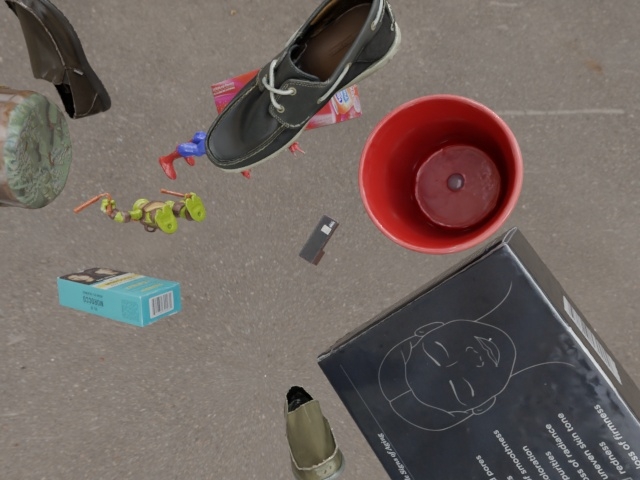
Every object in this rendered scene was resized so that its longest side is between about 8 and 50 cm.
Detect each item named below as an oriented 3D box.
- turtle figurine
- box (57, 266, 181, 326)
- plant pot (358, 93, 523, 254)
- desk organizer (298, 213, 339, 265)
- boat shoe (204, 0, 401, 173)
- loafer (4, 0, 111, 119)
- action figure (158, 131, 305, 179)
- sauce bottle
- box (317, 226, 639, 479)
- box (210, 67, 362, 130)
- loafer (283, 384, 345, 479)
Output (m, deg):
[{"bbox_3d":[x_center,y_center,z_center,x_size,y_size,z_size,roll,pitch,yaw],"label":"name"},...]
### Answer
[{"bbox_3d":[-0.364,-0.059,1.015,0.269,0.217,0.087,-10,105,-43],"label":"turtle figurine"},{"bbox_3d":[-0.401,0.106,0.933,0.244,0.100,0.060,7,104,28],"label":"box"},{"bbox_3d":[0.239,-0.113,0.886,0.274,0.243,0.275,1,92,26],"label":"plant pot"},{"bbox_3d":[0.000,0.000,1.246,0.047,0.050,0.130,32,89,20],"label":"desk organizer"},{"bbox_3d":[-0.030,-0.155,0.457,0.233,0.079,0.084,-37,80,12],"label":"boat shoe"},{"bbox_3d":[-0.411,-0.279,0.729,0.080,0.220,0.078,22,60,31],"label":"loafer"},{"bbox_3d":[-0.147,-0.154,0.820,0.139,0.280,0.091,53,42,-19],"label":"action figure"},{"bbox_3d":[-0.415,-0.097,0.411,0.344,0.111,0.111,5,73,-4],"label":"sauce bottle"},{"bbox_3d":[0.338,0.304,0.987,0.471,0.297,0.480,-38,80,25],"label":"box"},{"bbox_3d":[-0.067,-0.267,0.894,0.256,0.122,0.128,-4,107,33],"label":"box"},{"bbox_3d":[-0.029,0.345,0.852,0.094,0.251,0.087,-22,104,-12],"label":"loafer"}]
